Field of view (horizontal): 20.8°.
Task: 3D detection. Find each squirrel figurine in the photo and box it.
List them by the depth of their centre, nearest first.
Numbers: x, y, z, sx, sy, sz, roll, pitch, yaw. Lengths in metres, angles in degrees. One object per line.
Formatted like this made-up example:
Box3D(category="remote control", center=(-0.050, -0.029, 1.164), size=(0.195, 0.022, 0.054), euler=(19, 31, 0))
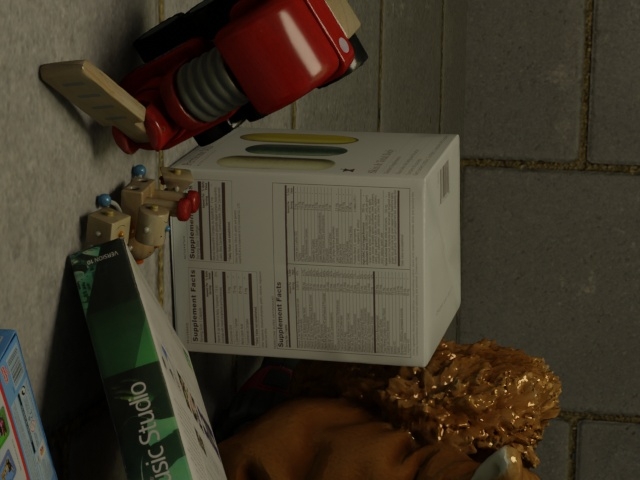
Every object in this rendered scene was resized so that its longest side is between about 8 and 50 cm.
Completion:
Box3D(category="squirrel figurine", center=(0.101, 0.239, 1.751), size=(0.281, 0.370, 0.397), euler=(46, 53, -30))

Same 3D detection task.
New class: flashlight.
Box3D(category="flashlight", center=(-0.042, 0.159, 2.037), size=(0.103, 0.103, 0.304), euler=(57, 22, -17))

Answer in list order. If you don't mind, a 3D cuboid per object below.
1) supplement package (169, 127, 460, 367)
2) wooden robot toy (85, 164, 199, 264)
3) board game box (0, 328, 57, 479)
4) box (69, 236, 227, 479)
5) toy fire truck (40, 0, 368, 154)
Box3D(category="supplement package", center=(0.000, 0.000, 1.808), size=(0.199, 0.263, 0.198), euler=(-48, 139, -68))
Box3D(category="wooden robot toy", center=(-0.158, -0.010, 1.588), size=(0.173, 0.076, 0.079), euler=(-53, 154, -65))
Box3D(category="board game box", center=(-0.260, 0.192, 1.279), size=(0.211, 0.039, 0.160), euler=(-70, 158, -50))
Box3D(category="box", center=(-0.127, 0.187, 1.502), size=(0.232, 0.058, 0.322), euler=(69, -1, -58))
Box3D(category="toy fire truck", center=(-0.106, -0.147, 1.502), size=(0.158, 0.217, 0.246), euler=(58, 31, -15))
